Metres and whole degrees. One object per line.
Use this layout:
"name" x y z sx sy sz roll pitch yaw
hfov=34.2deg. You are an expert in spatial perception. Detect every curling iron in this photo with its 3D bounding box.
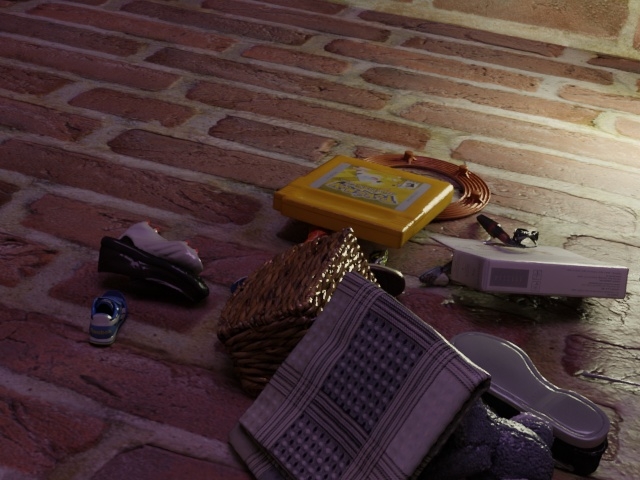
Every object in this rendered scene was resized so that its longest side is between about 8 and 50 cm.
"curling iron" 0.367 -0.019 2.107 0.068 0.035 0.274 2 9 -12

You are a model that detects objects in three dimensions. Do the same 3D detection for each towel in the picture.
"towel" 0.031 0.229 1.395 0.056 0.324 0.312 33 4 -44

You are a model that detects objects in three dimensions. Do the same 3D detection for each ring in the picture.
"ring" 0.218 -0.134 2.358 0.336 0.032 0.337 5 28 -3

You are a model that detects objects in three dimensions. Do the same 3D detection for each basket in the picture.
"basket" -0.022 0.155 1.710 0.213 0.223 0.299 -20 18 25

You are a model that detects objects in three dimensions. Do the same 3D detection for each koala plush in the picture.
"koala plush" 0.222 0.289 1.426 0.221 0.203 0.196 20 31 0

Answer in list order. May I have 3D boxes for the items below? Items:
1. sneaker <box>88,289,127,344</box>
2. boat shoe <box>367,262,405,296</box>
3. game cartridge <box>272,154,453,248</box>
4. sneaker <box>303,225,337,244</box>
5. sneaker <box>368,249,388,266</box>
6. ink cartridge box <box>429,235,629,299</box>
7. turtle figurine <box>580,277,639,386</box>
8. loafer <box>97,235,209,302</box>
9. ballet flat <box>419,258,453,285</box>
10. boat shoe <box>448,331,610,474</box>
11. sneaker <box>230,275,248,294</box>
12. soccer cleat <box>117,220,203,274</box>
"sneaker" -0.357 0.117 1.754 0.053 0.059 0.144 1 27 -3
"boat shoe" 0.062 0.066 1.926 0.190 0.068 0.072 6 16 0
"game cartridge" 0.092 -0.088 2.133 0.285 0.053 0.323 16 23 20
"sneaker" 0.000 0.000 2.052 0.067 0.064 0.175 2 17 24
"sneaker" 0.107 0.043 2.015 0.035 0.031 0.083 1 21 21
"ink cartridge box" 0.384 0.051 1.970 0.296 0.066 0.261 4 7 -18
"turtle figurine" 0.614 0.184 1.648 0.266 0.198 0.274 11 8 -20
"loafer" -0.302 0.066 1.859 0.220 0.078 0.080 24 -1 11
"ballet flat" 0.238 0.064 1.987 0.114 0.041 0.041 -22 38 -39
"boat shoe" 0.307 0.248 1.597 0.114 0.091 0.302 -20 39 -26
"sneaker" -0.098 0.080 1.890 0.135 0.052 0.058 -9 10 -13
"soccer cleat" -0.298 0.025 1.940 0.196 0.068 0.076 26 50 35
